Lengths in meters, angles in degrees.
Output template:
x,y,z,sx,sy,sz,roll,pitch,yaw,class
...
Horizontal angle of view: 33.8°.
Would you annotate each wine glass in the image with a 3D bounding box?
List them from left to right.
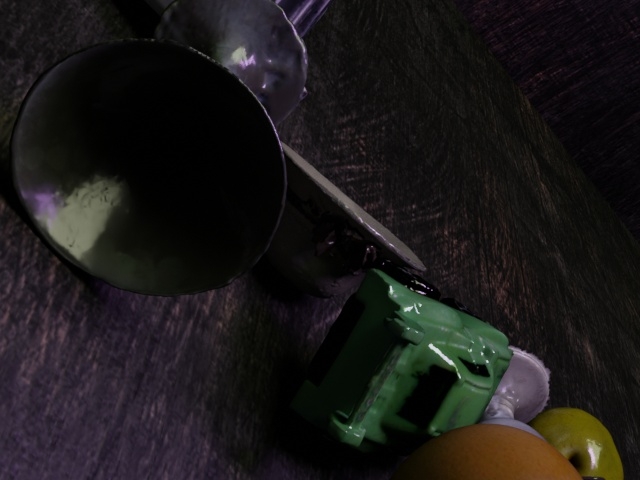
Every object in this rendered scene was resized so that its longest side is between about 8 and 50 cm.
x,y,z,sx,sy,sz,roll,pitch,yaw,class
-0.140,-0.147,1.155,0.267,0.267,0.406,50,22,-17,wine glass
0.245,0.309,1.419,0.190,0.190,0.357,48,23,-21,wine glass

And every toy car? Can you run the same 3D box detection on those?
x,y,z,sx,sy,sz,roll,pitch,yaw,class
0.109,0.162,1.237,0.176,0.213,0.359,33,3,42,toy car

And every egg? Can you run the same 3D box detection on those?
x,y,z,sx,sy,sz,roll,pitch,yaw,class
0.166,0.354,1.108,0.250,0.250,0.322,31,72,-45,egg

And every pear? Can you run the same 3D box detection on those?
x,y,z,sx,sy,sz,roll,pitch,yaw,class
0.389,0.360,1.680,0.180,0.166,0.216,55,-9,15,pear

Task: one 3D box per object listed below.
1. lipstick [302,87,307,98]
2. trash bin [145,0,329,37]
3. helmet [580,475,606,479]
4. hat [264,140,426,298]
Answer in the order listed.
x,y,z,sx,sy,sz,roll,pitch,yaw,class
-0.068,-0.288,1.694,0.040,0.040,0.141,0,61,-62,lipstick
-0.165,-0.393,1.421,0.368,0.296,0.256,39,27,-7,trash bin
0.384,0.475,1.486,0.305,0.177,0.225,38,26,-31,helmet
0.000,0.000,1.356,0.257,0.130,0.257,39,5,-5,hat
